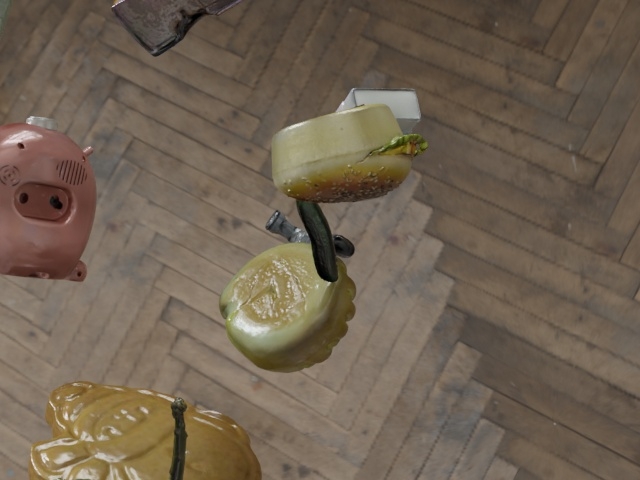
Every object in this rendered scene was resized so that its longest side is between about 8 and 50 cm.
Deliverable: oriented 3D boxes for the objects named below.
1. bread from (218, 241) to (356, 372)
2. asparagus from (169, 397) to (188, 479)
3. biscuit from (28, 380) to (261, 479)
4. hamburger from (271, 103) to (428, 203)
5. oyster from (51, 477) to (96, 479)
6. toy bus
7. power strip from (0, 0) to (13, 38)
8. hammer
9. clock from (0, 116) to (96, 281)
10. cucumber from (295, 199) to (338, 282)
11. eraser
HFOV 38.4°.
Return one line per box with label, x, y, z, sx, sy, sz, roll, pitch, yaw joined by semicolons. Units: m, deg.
bread;-0.041;0.096;1.311;0.213;0.105;0.213;-19;41;17
asparagus;-0.140;0.201;0.904;0.018;0.127;0.015;3;37;-9
biscuit;-0.260;0.316;1.347;0.351;0.312;0.057;21;111;6
hamburger;0.025;-0.074;0.832;0.141;0.126;0.082;-15;89;-22
oyster;-0.242;0.249;0.861;0.121;0.146;0.045;-19;102;-9
toy bus;-0.107;-0.320;1.043;0.274;0.090;0.112;-23;37;25
power strip;-0.618;-0.406;1.634;0.118;0.046;0.271;18;97;-23
hammer;-0.010;0.002;1.589;0.152;0.427;0.044;35;86;-7
clock;-0.433;-0.064;1.375;0.142;0.227;0.241;14;92;40
cucumber;0.000;0.000;1.174;0.036;0.184;0.033;16;55;27
eraser;0.050;-0.136;1.282;0.095;0.225;0.052;-3;69;-20
